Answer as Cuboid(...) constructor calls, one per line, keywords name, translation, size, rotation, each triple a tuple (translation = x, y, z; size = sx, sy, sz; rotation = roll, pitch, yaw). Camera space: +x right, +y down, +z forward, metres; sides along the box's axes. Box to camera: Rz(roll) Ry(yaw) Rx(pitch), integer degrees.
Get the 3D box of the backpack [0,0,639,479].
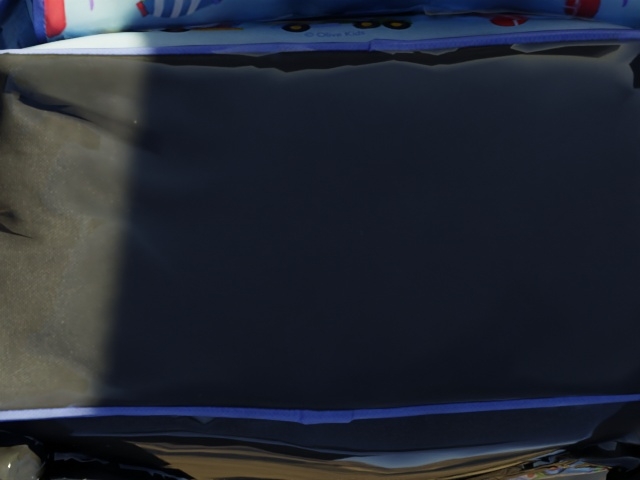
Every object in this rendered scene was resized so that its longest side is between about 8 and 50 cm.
Cuboid(name="backpack", translation=(0.000, 0.000, 0.419), size=(0.158, 0.117, 0.173), rotation=(-1, 175, -4))
